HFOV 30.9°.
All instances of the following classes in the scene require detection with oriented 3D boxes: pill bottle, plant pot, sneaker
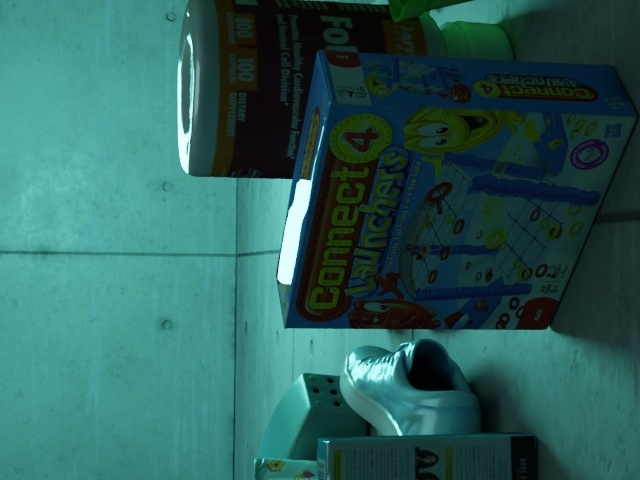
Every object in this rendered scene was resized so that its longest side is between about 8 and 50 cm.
[{"bbox_3d":[0.027,-0.185,1.444,0.224,0.392,0.224,180,90,-78],"label":"pill bottle"},{"bbox_3d":[-0.006,0.367,2.125,0.165,0.166,0.234,-108,29,-56],"label":"plant pot"},{"bbox_3d":[0.134,0.193,1.590,0.366,0.135,0.150,-140,59,-64],"label":"sneaker"}]

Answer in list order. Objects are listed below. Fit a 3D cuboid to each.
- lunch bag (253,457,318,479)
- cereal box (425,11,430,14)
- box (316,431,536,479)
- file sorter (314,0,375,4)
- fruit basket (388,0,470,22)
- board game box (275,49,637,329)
[{"bbox_3d":[-0.018,0.517,2.003,0.160,0.224,0.262,-98,13,-62],"label":"lunch bag"},{"bbox_3d":[0.137,-0.468,1.772,0.240,0.047,0.173,-107,23,-55],"label":"cereal box"},{"bbox_3d":[0.121,0.272,1.318,0.060,0.244,0.100,158,113,-77],"label":"box"},{"bbox_3d":[-0.005,-0.447,2.105,0.277,0.193,0.173,108,157,-54],"label":"file sorter"},{"bbox_3d":[0.066,-0.450,1.358,0.283,0.392,0.392,108,159,-55],"label":"fruit basket"},{"bbox_3d":[0.125,-0.040,1.192,0.086,0.302,0.308,-102,17,-46],"label":"board game box"}]
